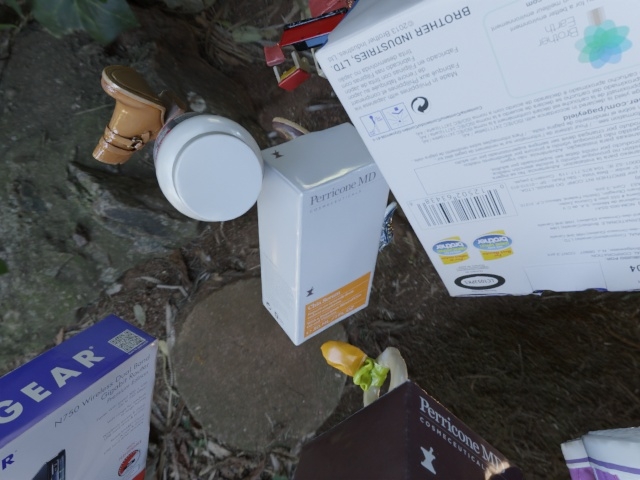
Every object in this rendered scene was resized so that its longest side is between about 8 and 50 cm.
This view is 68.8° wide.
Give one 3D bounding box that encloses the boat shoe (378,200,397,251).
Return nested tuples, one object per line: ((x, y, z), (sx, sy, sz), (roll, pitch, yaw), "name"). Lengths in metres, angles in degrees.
((0.233, -0.049, 1.646), (0.083, 0.065, 0.183), (38, 119, 8), "boat shoe")

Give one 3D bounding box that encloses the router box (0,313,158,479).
((-0.346, 0.293, 0.539), (0.082, 0.335, 0.301), (24, 118, 16), "router box")

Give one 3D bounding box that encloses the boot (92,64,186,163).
((-0.454, -0.274, 1.070), (0.220, 0.283, 0.109), (-38, 91, 10), "boot")

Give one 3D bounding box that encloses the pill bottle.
((-0.200, -0.133, 0.826), (0.176, 0.318, 0.176), (-6, 108, -19), "pill bottle")

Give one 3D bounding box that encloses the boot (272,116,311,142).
((-0.085, -0.237, 1.445), (0.248, 0.090, 0.207), (34, 86, -14), "boot")

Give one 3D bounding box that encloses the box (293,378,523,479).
((0.073, 0.275, 0.402), (0.168, 0.203, 0.167), (40, 119, -12), "box")

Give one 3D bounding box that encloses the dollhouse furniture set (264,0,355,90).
((-0.017, -0.579, 1.429), (0.374, 0.201, 0.152), (-26, 72, 32), "dollhouse furniture set")

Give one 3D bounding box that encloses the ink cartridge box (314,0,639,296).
((0.215, -0.085, 0.457), (0.270, 0.151, 0.395), (-8, 128, 39), "ink cartridge box")

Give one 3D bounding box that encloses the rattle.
((0.079, 0.267, 0.798), (0.142, 0.200, 0.130), (36, 127, -22), "rattle")

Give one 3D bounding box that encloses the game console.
((-0.002, -0.424, 0.985), (0.144, 0.124, 0.085), (-8, 75, 16), "game console")

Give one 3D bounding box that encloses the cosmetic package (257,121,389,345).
((0.000, 0.000, 1.031), (0.230, 0.161, 0.453), (-25, 140, -27), "cosmetic package")

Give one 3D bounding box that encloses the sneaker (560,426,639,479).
((0.294, 0.245, 0.400), (0.102, 0.282, 0.161), (-12, 61, 15), "sneaker")
